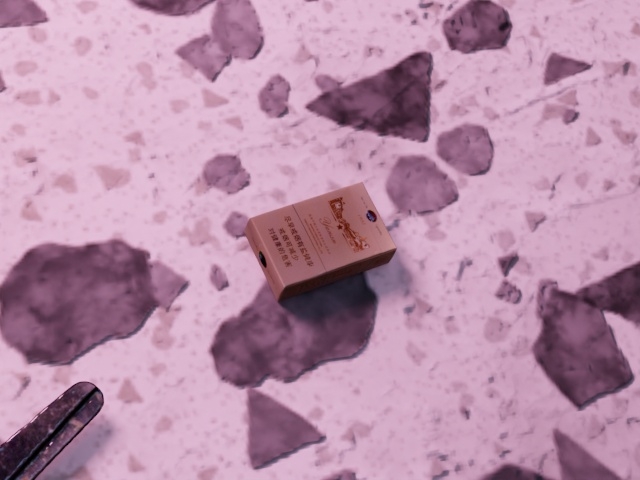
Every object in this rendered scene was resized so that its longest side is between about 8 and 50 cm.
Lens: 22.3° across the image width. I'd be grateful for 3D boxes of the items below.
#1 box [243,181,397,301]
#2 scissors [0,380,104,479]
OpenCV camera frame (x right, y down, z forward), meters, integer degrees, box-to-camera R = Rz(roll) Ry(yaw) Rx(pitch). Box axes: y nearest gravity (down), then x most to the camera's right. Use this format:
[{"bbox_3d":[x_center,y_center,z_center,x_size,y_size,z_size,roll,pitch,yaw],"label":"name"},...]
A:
[{"bbox_3d":[0.000,0.000,1.029,0.083,0.024,0.053,-17,69,-24],"label":"box"},{"bbox_3d":[-0.229,0.184,0.870,0.160,0.024,0.317,41,61,10],"label":"scissors"}]
